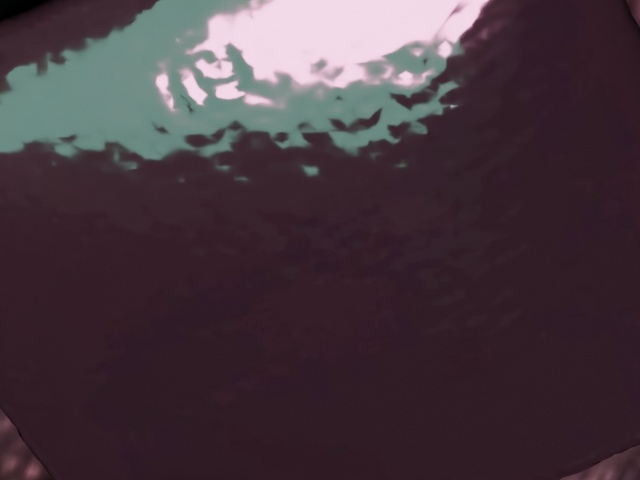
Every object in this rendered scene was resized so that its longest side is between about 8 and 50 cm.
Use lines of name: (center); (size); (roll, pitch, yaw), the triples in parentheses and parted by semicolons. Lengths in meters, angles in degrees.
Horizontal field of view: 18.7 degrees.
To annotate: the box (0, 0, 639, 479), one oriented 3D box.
box: (0.000, 0.000, 0.548); (0.212, 0.042, 0.201); (-23, 119, 9)
